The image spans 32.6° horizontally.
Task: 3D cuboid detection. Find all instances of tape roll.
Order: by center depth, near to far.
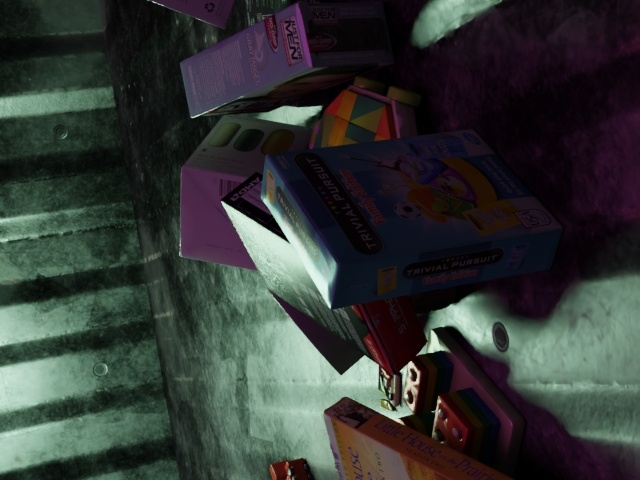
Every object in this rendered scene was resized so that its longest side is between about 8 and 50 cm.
[{"bbox_3d":[-0.005,0.150,2.071,0.219,0.072,0.219,49,178,2],"label":"tape roll"}]

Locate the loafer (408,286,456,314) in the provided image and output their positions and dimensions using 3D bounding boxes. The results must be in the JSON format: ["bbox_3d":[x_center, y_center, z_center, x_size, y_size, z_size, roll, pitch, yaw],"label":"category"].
[{"bbox_3d":[0.168,0.030,1.682,0.268,0.102,0.092,101,153,-63],"label":"loafer"}]

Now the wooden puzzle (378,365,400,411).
[{"bbox_3d":[0.125,0.266,2.026,0.078,0.014,0.116,-152,57,-62],"label":"wooden puzzle"}]

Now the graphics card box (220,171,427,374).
[{"bbox_3d":[0.001,0.047,1.810,0.371,0.094,0.233,28,153,48],"label":"graphics card box"}]

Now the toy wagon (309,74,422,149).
[{"bbox_3d":[0.051,-0.145,1.860,0.344,0.068,0.267,33,108,59],"label":"toy wagon"}]

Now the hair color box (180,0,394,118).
[{"bbox_3d":[-0.067,-0.312,1.921,0.374,0.185,0.114,-13,88,52],"label":"hair color box"}]

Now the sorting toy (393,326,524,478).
[{"bbox_3d":[0.203,0.318,1.762,0.257,0.089,0.255,-130,37,-50],"label":"sorting toy"}]

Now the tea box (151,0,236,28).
[{"bbox_3d":[-0.215,-0.616,2.014,0.323,0.220,0.329,-97,28,-61],"label":"tea box"}]

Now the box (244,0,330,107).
[{"bbox_3d":[-0.071,-0.421,2.154,0.242,0.076,0.308,-160,64,-64],"label":"box"}]

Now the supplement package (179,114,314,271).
[{"bbox_3d":[-0.138,-0.096,2.128,0.263,0.199,0.198,-64,-18,-58],"label":"supplement package"}]

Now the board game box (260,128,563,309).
[{"bbox_3d":[0.121,-0.040,1.504,0.254,0.336,0.079,-124,33,-44],"label":"board game box"}]

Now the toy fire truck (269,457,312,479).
[{"bbox_3d":[-0.055,0.574,2.525,0.135,0.047,0.192,107,145,-47],"label":"toy fire truck"}]

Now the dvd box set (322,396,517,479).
[{"bbox_3d":[0.182,0.440,1.689,0.420,0.062,0.308,19,130,49],"label":"dvd box set"}]
